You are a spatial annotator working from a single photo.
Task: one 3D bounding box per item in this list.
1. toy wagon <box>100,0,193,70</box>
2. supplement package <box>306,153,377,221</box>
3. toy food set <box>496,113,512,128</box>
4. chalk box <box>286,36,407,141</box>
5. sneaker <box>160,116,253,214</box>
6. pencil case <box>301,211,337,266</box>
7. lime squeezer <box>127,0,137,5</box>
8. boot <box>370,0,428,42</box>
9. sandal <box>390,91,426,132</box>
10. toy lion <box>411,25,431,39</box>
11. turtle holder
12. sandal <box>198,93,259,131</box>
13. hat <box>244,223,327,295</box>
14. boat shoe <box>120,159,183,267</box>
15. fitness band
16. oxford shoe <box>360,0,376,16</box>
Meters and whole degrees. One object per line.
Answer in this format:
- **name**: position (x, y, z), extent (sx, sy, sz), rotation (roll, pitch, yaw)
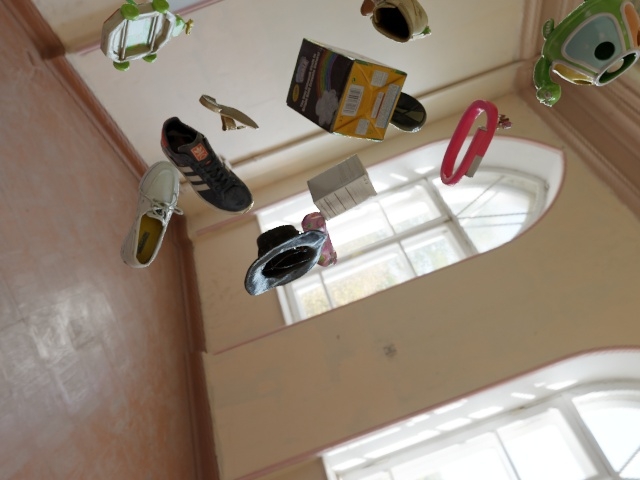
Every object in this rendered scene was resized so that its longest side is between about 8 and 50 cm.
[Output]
- **toy wagon**: position (-0.611, -0.743, 1.673), extent (0.068, 0.344, 0.267), rotation (52, -37, 1)
- **supplement package**: position (0.065, -0.160, 1.437), extent (0.105, 0.179, 0.105), rotation (50, 18, -46)
- **toy food set**: position (0.579, -0.381, 1.517), extent (0.122, 0.077, 0.019), rotation (-63, 155, -53)
- **chalk box**: position (0.041, -0.395, 1.204), extent (0.289, 0.179, 0.180), rotation (45, -54, 43)
- **sneaker**: position (-0.335, -0.218, 1.357), extent (0.350, 0.131, 0.148), rotation (40, -24, 5)
- **pencil case**: position (0.000, 0.000, 2.153), extent (0.124, 0.124, 0.284), rotation (-110, 180, -47)
- **lime squeezer**: position (-0.702, -0.869, 1.811), extent (0.310, 0.110, 0.059), rotation (167, -60, -76)
- **boot**: position (0.170, -0.646, 1.256), extent (0.262, 0.095, 0.203), rotation (47, 39, -9)
- **sandal**: position (0.182, -0.406, 1.367), extent (0.303, 0.120, 0.086), rotation (50, 3, 22)
- **toy lion**: position (0.367, -0.772, 1.765), extent (0.096, 0.100, 0.034), rotation (-32, 114, -63)
- **turtle holder**: position (0.811, -0.587, 1.445), extent (0.227, 0.320, 0.243), rotation (65, 13, 22)
- **sandal**: position (-0.331, -0.422, 1.637), extent (0.240, 0.079, 0.088), rotation (19, 32, -46)
- **hat**: position (-0.141, 0.036, 1.557), extent (0.134, 0.331, 0.331), rotation (55, -5, 22)
- **boat shoe**: position (-0.527, -0.087, 1.503), extent (0.136, 0.367, 0.156), rotation (28, -15, -38)
- **fitness band**: position (0.471, -0.310, 1.516), extent (0.209, 0.054, 0.291), rotation (-94, -157, -62)
- **oxford shoe**: position (0.270, -1.128, 2.184), extent (0.076, 0.212, 0.076), rotation (45, -4, -30)
